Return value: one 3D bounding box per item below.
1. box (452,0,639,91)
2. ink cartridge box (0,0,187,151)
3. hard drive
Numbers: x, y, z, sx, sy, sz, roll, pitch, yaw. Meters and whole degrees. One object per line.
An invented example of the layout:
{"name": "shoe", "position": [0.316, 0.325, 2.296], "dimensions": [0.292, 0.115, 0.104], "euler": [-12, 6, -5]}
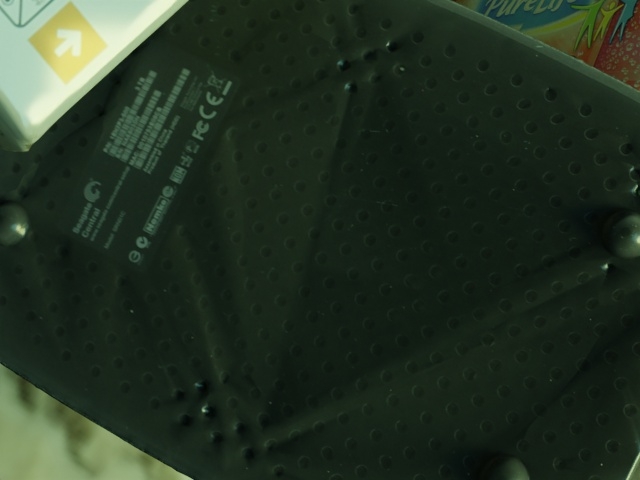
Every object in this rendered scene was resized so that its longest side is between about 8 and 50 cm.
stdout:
{"name": "box", "position": [0.177, 0.001, 0.758], "dimensions": [0.300, 0.142, 0.154], "euler": [38, 82, -33]}
{"name": "ink cartridge box", "position": [-0.079, -0.240, 0.554], "dimensions": [0.307, 0.072, 0.303], "euler": [-45, 107, -15]}
{"name": "hard drive", "position": [0.000, 0.000, 0.608], "dimensions": [0.172, 0.255, 0.054], "euler": [-64, 160, -2]}
